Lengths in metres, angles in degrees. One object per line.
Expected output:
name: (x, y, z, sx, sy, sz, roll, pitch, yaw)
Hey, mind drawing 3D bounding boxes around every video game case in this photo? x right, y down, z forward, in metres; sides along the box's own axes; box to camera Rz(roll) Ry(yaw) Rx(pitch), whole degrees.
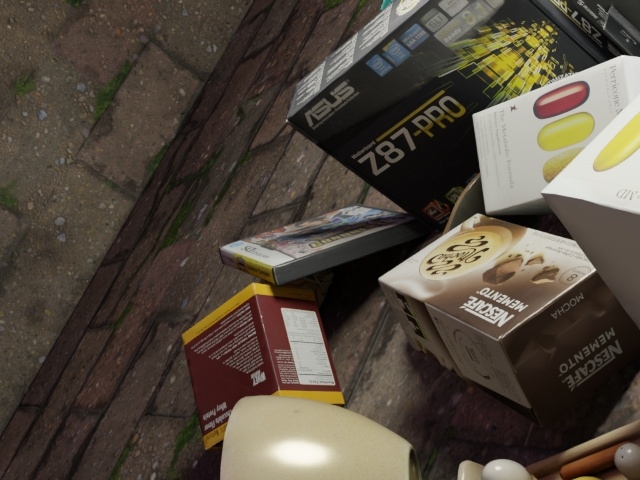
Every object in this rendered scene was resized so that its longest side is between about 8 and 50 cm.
video game case: (0.000, 0.000, 1.615, 0.275, 0.035, 0.248, -19, 14, -22)

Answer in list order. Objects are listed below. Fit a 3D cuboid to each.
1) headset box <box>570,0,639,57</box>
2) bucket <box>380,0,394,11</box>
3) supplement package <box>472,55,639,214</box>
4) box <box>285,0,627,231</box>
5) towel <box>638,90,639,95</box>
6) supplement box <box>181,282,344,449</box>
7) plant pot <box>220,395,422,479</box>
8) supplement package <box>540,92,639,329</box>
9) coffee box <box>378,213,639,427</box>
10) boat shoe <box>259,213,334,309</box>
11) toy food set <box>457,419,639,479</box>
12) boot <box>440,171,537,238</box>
headset box: (0.439, -0.362, 1.257, 0.110, 0.218, 0.293, -11, 48, 60)
bucket: (0.243, -0.468, 1.740, 0.281, 0.183, 0.281, -60, 9, 15)
supplement package: (0.321, -0.119, 1.190, 0.244, 0.134, 0.139, -18, 77, 55)
box: (0.196, -0.207, 1.385, 0.395, 0.318, 0.097, -34, 31, 38)
towel: (0.425, -0.242, 0.985, 0.034, 0.209, 0.285, -122, 26, -44)
supplement box: (-0.093, 0.199, 1.519, 0.191, 0.129, 0.194, -36, 58, 36)
plant pot: (0.020, 0.310, 1.130, 0.191, 0.284, 0.284, -9, 37, 10)
supplement package: (0.389, -0.050, 0.885, 0.262, 0.198, 0.199, -44, 22, -8)
coffee box: (0.215, 0.078, 1.139, 0.168, 0.119, 0.297, -32, 20, -12)
boat shoe: (-0.031, 0.064, 1.718, 0.098, 0.109, 0.302, -40, 21, 33)
toy food set: (0.248, 0.257, 0.926, 0.306, 0.092, 0.220, -36, 29, 37)
boot: (0.202, 0.002, 1.367, 0.305, 0.112, 0.115, -58, 13, -4)
